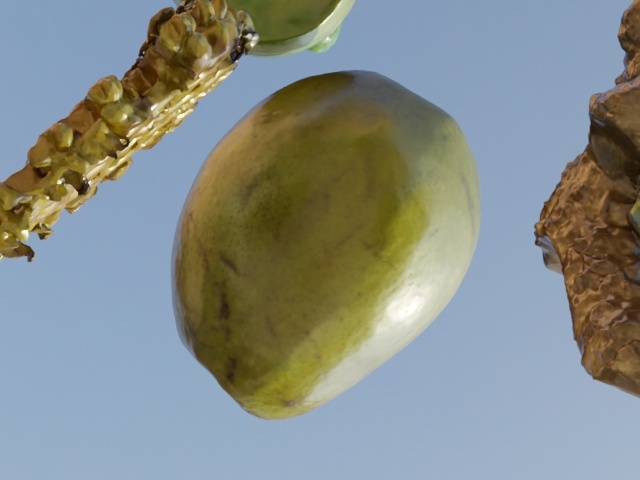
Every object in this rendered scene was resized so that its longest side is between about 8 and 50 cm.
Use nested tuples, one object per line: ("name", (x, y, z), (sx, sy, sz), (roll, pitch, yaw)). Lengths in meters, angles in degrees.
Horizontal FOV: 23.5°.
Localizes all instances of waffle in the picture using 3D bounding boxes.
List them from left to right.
("waffle", (-0.139, -0.071, 1.016), (0.051, 0.228, 0.231), (45, -73, -4))

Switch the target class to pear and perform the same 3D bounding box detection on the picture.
("pear", (0.000, 0.000, 1.336), (0.253, 0.253, 0.307), (41, -87, 17))

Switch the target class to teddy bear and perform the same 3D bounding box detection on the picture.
("teddy bear", (0.257, -0.017, 0.962), (0.246, 0.296, 0.222), (33, -75, -27))

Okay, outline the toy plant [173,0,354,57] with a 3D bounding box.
("toy plant", (-0.059, -0.268, 1.498), (0.224, 0.316, 0.184), (40, -88, -10))
